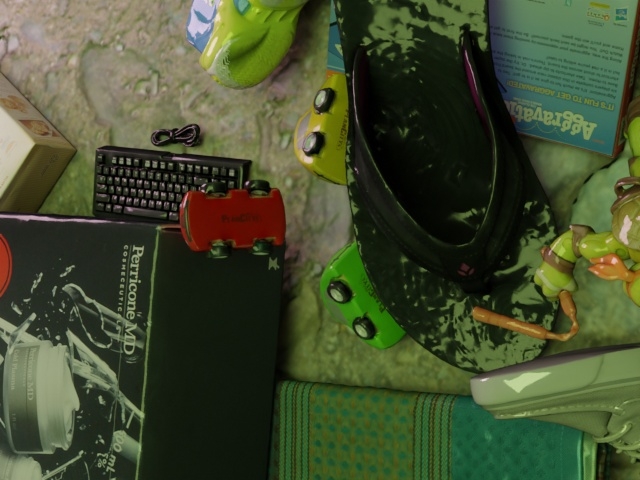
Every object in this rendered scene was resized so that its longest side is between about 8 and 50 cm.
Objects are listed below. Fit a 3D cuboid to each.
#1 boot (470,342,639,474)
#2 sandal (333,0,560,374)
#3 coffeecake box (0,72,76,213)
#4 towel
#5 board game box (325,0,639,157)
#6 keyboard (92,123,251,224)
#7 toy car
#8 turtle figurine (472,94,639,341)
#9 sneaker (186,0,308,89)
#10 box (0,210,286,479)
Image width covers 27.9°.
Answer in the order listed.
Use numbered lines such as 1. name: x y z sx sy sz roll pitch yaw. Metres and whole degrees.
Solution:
1. boot: 0.243 0.138 0.953 0.258 0.095 0.123 -7 87 -9
2. sandal: 0.084 -0.092 1.040 0.167 0.107 0.446 -12 100 14
3. coffeecake box: -0.371 -0.100 1.372 0.185 0.068 0.142 44 108 23
4. towel: 0.073 0.263 1.106 0.370 0.040 0.272 1 87 38
5. board game box: 0.132 -0.173 1.094 0.281 0.027 0.145 18 117 28
6. keyboard: -0.151 -0.064 1.276 0.180 0.023 0.108 8 91 28
7. toy car: 0.000 0.000 1.124 0.053 0.239 0.225 -10 117 53
8. turtle figurine: 0.244 -0.021 0.946 0.269 0.087 0.217 -10 39 34
9. sneaker: -0.045 -0.258 1.187 0.240 0.091 0.126 -51 45 -1
10. box: -0.217 0.147 1.197 0.312 0.179 0.343 4 90 35
